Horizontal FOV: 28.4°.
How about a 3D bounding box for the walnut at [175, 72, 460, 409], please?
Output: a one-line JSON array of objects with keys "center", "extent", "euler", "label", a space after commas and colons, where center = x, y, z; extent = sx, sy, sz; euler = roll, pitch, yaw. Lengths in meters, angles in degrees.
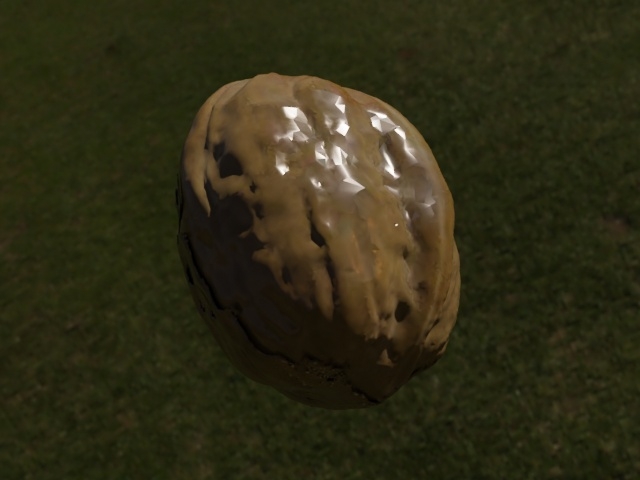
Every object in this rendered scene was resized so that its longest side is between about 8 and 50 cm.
[{"center": [0.000, 0.000, 0.866], "extent": [0.198, 0.198, 0.245], "euler": [-22, 69, 8], "label": "walnut"}]
